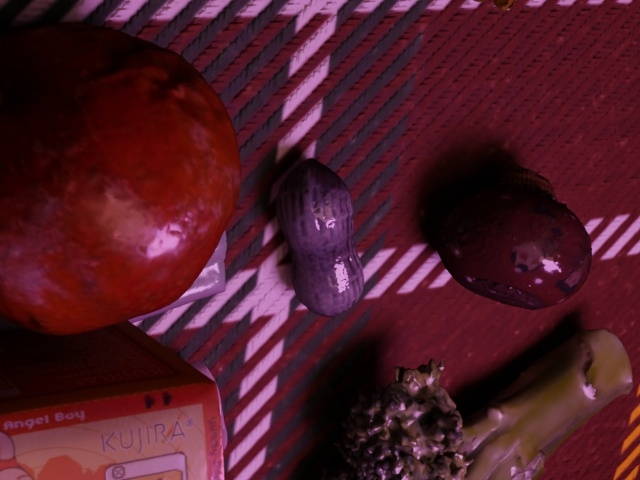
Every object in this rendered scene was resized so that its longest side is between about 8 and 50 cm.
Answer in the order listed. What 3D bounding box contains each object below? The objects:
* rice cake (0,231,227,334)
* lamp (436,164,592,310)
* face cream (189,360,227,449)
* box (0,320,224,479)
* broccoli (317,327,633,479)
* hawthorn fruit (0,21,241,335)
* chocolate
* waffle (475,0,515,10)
[{"bbox_3d":[-0.180,0.042,1.340,0.221,0.042,0.080,-19,120,-28],"label":"rice cake"},{"bbox_3d":[0.195,-0.005,1.535,0.156,0.157,0.135,22,82,-29],"label":"lamp"},{"bbox_3d":[-0.210,0.205,1.388,0.269,0.073,0.107,-25,131,-25],"label":"face cream"},{"bbox_3d":[-0.240,0.221,1.203,0.283,0.214,0.260,-7,103,-27],"label":"box"},{"bbox_3d":[0.183,0.287,1.678,0.397,0.275,0.353,-24,148,-51],"label":"broccoli"},{"bbox_3d":[-0.202,-0.064,1.144,0.271,0.242,0.242,36,90,-41],"label":"hawthorn fruit"},{"bbox_3d":[0.000,0.000,1.435,0.072,0.072,0.167,-27,131,-23],"label":"chocolate"},{"bbox_3d":[0.184,-0.342,1.396,0.245,0.052,0.254,-46,134,-5],"label":"waffle"}]
